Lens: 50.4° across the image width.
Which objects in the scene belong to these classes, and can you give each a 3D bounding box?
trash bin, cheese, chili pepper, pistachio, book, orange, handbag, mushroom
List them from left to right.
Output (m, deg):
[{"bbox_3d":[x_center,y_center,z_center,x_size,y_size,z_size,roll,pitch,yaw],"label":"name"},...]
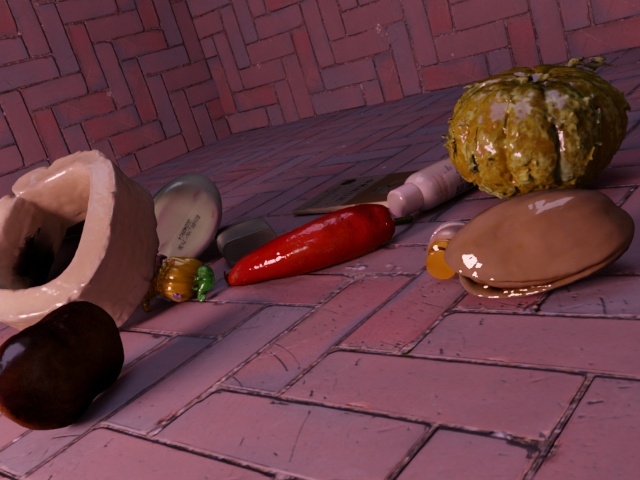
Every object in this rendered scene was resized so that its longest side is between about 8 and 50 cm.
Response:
[{"bbox_3d":[-0.402,0.200,0.944,0.218,0.148,0.227,-31,0,23],"label":"mushroom"},{"bbox_3d":[-0.567,0.041,1.443,0.223,0.080,0.247,-24,-28,-29],"label":"handbag"},{"bbox_3d":[-0.450,0.008,1.207,0.292,0.153,0.332,-2,62,21],"label":"cheese"},{"bbox_3d":[-0.155,-0.001,1.416,0.116,0.059,0.130,-21,18,-10],"label":"trash bin"},{"bbox_3d":[-0.004,0.002,1.204,0.369,0.091,0.137,-15,4,-2],"label":"chili pepper"},{"bbox_3d":[0.112,-0.114,1.578,0.310,0.021,0.217,-3,21,41],"label":"book"},{"bbox_3d":[0.369,-0.176,1.163,0.300,0.223,0.301,-6,25,23],"label":"orange"},{"bbox_3d":[0.269,0.004,0.847,0.226,0.135,0.136,-17,15,23],"label":"pistachio"}]

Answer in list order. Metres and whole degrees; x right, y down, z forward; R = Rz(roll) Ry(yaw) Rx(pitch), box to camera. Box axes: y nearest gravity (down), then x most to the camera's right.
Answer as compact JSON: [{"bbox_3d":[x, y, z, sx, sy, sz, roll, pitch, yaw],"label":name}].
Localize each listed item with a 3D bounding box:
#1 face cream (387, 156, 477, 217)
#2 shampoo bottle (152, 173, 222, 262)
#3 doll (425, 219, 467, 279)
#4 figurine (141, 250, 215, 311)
[{"bbox_3d":[0.245,-0.118,1.344,0.269,0.082,0.082,-28,19,-29],"label":"face cream"},{"bbox_3d":[-0.325,-0.050,1.551,0.221,0.151,0.349,-60,15,-3],"label":"shampoo bottle"},{"bbox_3d":[0.201,0.011,1.000,0.084,0.073,0.127,22,33,12],"label":"doll"},{"bbox_3d":[-0.265,0.084,1.240,0.156,0.114,0.095,11,-8,22],"label":"figurine"}]
